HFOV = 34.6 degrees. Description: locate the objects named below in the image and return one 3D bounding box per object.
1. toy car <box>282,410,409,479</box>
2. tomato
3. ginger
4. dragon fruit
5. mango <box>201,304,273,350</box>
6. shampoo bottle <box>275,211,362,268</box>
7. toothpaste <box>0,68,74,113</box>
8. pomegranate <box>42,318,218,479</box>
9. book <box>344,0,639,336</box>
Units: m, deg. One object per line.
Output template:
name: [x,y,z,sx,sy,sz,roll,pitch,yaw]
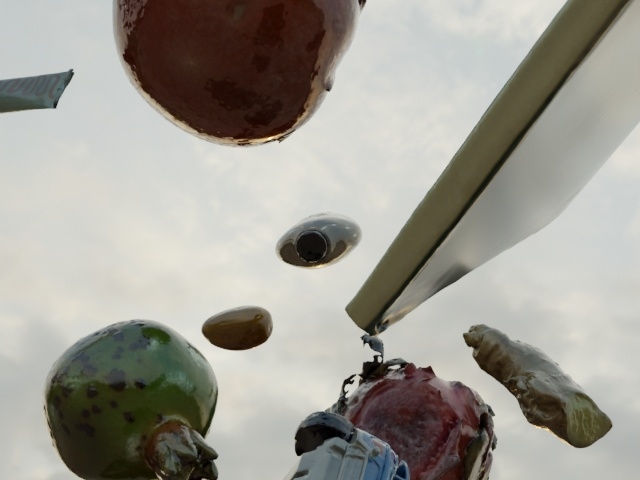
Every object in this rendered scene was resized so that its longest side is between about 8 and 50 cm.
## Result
toy car: [-0.012,0.353,1.167,0.166,0.198,0.314,31,-59,-4]
tomato: [-0.094,-0.236,1.071,0.264,0.265,0.265,9,-38,7]
ginger: [0.279,0.184,1.331,0.137,0.213,0.074,25,-81,-39]
dragon fruit: [0.130,0.320,1.538,0.269,0.250,0.291,25,-18,20]
mango: [-0.132,0.137,1.629,0.114,0.080,0.061,-14,-64,-9]
shampoo bottle: [0.000,0.000,1.490,0.127,0.257,0.078,-11,-85,6]
toothpaste: [-0.364,-0.157,1.130,0.205,0.056,0.036,-3,-36,23]
pomegranate: [-0.162,0.159,0.927,0.205,0.159,0.159,32,-18,46]
book: [0.174,-0.116,0.537,0.031,0.264,0.379,45,-51,16]
